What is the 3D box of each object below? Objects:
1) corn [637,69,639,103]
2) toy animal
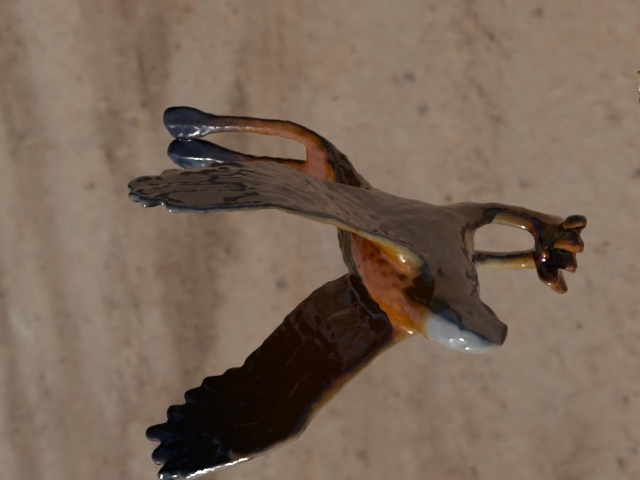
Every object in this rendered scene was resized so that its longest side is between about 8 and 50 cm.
[{"bbox_3d":[0.312,-0.116,1.379,0.063,0.165,0.085,-6,98,59],"label":"corn"},{"bbox_3d":[0.023,0.001,1.235,0.284,0.302,0.225,-80,-11,-58],"label":"toy animal"}]
